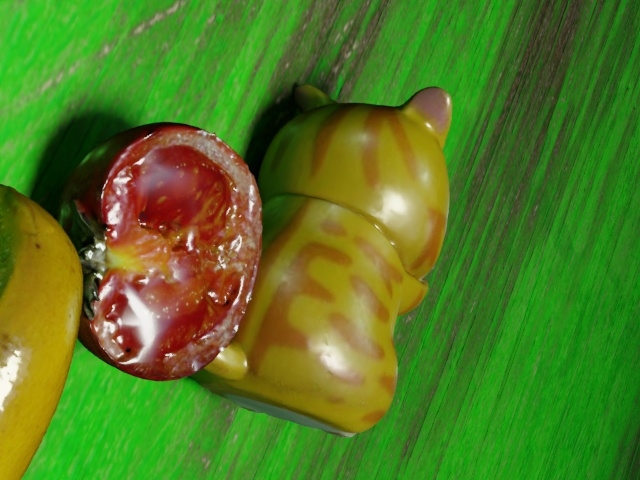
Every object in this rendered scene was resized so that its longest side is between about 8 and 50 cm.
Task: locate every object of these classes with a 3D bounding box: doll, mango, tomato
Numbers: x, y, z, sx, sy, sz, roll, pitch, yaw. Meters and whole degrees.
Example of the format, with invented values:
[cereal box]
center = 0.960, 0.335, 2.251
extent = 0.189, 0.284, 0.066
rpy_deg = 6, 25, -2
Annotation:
[doll]
center = 0.000, 0.018, 0.942
extent = 0.269, 0.167, 0.162
rpy_deg = -63, 151, -30
[mango]
center = -0.182, 0.079, 0.632
extent = 0.102, 0.141, 0.217
rpy_deg = 43, 50, -43
[tomato]
center = -0.113, 0.005, 0.790
extent = 0.139, 0.091, 0.159
rpy_deg = -5, 99, -45
